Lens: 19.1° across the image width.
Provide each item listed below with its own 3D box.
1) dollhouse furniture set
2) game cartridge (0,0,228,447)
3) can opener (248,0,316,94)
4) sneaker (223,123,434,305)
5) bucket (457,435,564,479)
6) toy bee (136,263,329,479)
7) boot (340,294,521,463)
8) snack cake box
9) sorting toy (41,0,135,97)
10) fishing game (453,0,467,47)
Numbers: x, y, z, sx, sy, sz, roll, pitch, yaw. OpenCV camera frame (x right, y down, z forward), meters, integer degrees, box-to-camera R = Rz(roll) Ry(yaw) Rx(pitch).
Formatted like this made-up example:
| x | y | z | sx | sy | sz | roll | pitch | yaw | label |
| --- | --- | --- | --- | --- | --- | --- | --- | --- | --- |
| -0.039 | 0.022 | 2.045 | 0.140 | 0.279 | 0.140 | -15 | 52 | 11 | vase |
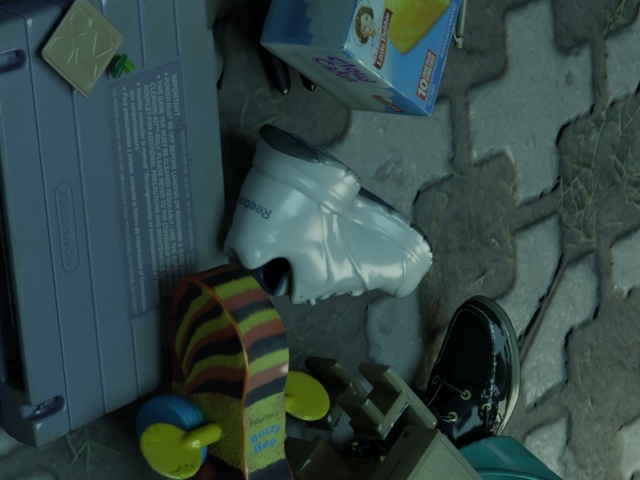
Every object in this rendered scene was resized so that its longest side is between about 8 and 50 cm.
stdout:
| x | y | z | sx | sy | sz | roll | pitch | yaw | label |
| --- | --- | --- | --- | --- | --- | --- | --- | --- | --- |
| 0.046 | 0.244 | 1.716 | 0.161 | 0.242 | 0.212 | 49 | 64 | -29 | dollhouse furniture set |
| -0.175 | -0.035 | 1.535 | 0.230 | 0.068 | 0.355 | -27 | 123 | -45 | game cartridge |
| -0.040 | -0.207 | 1.643 | 0.073 | 0.059 | 0.186 | -68 | 156 | -49 | can opener |
| 0.000 | 0.000 | 1.701 | 0.129 | 0.111 | 0.297 | -59 | 145 | -2 | sneaker |
| 0.164 | 0.337 | 1.853 | 0.281 | 0.183 | 0.281 | -31 | 148 | -22 | bucket |
| -0.062 | 0.176 | 1.590 | 0.195 | 0.162 | 0.298 | -39 | 142 | -31 | toy bee |
| 0.104 | 0.181 | 1.872 | 0.178 | 0.085 | 0.236 | -15 | 123 | -43 | boot |
| 0.055 | -0.256 | 1.615 | 0.152 | 0.089 | 0.264 | 32 | 70 | -55 | snack cake box |
| -0.174 | -0.140 | 1.444 | 0.083 | 0.012 | 0.062 | 45 | 65 | -43 | sorting toy |
| 0.062 | -0.240 | 1.742 | 0.264 | 0.041 | 0.189 | -10 | 107 | -55 | fishing game |
